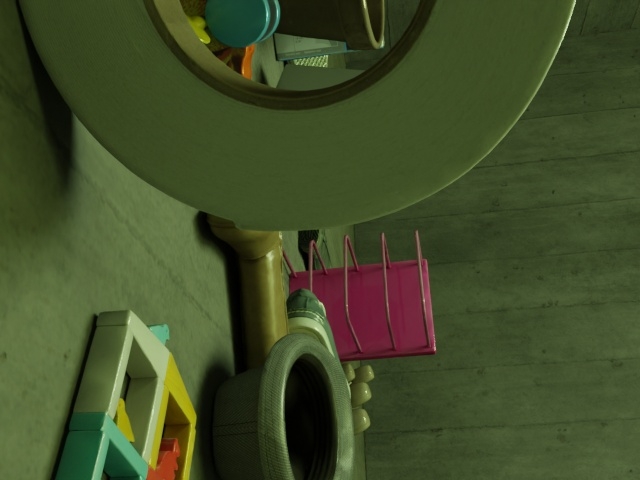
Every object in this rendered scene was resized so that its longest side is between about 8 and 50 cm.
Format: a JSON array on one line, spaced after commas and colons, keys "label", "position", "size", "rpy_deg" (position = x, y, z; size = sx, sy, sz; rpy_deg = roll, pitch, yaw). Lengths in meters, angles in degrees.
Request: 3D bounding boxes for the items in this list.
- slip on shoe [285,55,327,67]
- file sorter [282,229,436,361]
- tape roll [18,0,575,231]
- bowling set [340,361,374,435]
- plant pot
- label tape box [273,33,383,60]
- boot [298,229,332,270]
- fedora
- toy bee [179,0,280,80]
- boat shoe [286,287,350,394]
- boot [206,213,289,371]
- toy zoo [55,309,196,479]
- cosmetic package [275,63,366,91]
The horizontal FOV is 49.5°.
[{"label": "slip on shoe", "position": [-0.037, -0.425, 1.693], "size": [0.101, 0.123, 0.332], "rpy_deg": [9, -68, 64]}, {"label": "file sorter", "position": [0.064, 0.105, 1.341], "size": [0.182, 0.290, 0.202], "rpy_deg": [68, 18, -58]}, {"label": "tape roll", "position": [-0.020, -0.199, 0.485], "size": [0.072, 0.391, 0.392], "rpy_deg": [-74, 158, -73]}, {"label": "bowling set", "position": [0.007, 0.291, 1.487], "size": [0.287, 0.154, 0.200], "rpy_deg": [-57, 123, -76]}, {"label": "plant pot", "position": [-0.005, -0.495, 1.361], "size": [0.263, 0.229, 0.263], "rpy_deg": [-4, 90, -76]}, {"label": "label tape box", "position": [0.004, -0.577, 1.518], "size": [0.106, 0.240, 0.334], "rpy_deg": [-64, 148, -73]}, {"label": "boot", "position": [-0.002, -0.001, 1.737], "size": [0.208, 0.076, 0.190], "rpy_deg": [61, 39, -57]}, {"label": "fedora", "position": [-0.056, 0.248, 0.908], "size": [0.275, 0.124, 0.244], "rpy_deg": [23, 59, -69]}, {"label": "toy bee", "position": [-0.123, -0.283, 0.793], "size": [0.195, 0.162, 0.299], "rpy_deg": [144, -34, -89]}, {"label": "boat shoe", "position": [-0.011, 0.212, 1.230], "size": [0.320, 0.116, 0.099], "rpy_deg": [78, 9, -45]}, {"label": "boot", "position": [-0.086, 0.074, 0.972], "size": [0.236, 0.089, 0.270], "rpy_deg": [-37, 125, -76]}, {"label": "toy zoo", "position": [-0.153, 0.194, 0.565], "size": [0.192, 0.030, 0.293], "rpy_deg": [77, 11, -48]}, {"label": "cosmetic package", "position": [0.048, -0.226, 1.372], "size": [0.224, 0.224, 0.138], "rpy_deg": [39, 67, -58]}]
